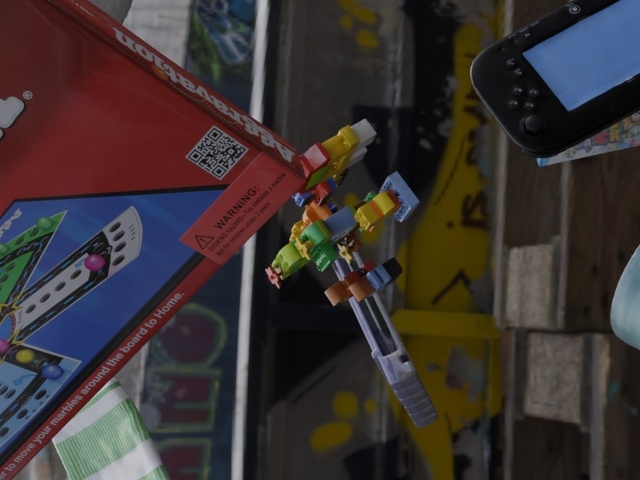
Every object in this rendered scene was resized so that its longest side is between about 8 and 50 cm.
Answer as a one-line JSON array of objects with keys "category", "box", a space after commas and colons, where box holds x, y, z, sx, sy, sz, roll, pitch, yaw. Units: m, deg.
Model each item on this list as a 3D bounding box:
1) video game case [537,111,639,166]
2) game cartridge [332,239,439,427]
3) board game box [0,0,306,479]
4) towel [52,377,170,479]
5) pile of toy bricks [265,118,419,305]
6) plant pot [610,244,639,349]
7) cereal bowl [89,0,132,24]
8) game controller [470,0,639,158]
[{"category": "video game case", "box": [0.384, -0.164, 1.376, 0.119, 0.166, 0.015, 80, 178, -49]}, {"category": "game cartridge", "box": [0.096, 0.141, 1.752, 0.230, 0.068, 0.355, 68, 177, -56]}, {"category": "board game box", "box": [-0.152, 0.031, 0.378, 0.281, 0.145, 0.027, -45, 32, 20]}, {"category": "towel", "box": [-0.349, 0.422, 1.722, 0.248, 0.038, 0.325, -37, 73, 38]}, {"category": "pile of toy bricks", "box": [0.000, 0.000, 0.837, 0.118, 0.105, 0.212, 55, 159, 11]}, {"category": "plant pot", "box": [0.537, 0.072, 1.232, 0.196, 0.293, 0.293, 47, 129, 39]}, {"category": "cereal bowl", "box": [-0.338, -0.365, 1.124, 0.141, 0.339, 0.339, -25, 60, 37]}, {"category": "game controller", "box": [0.344, -0.225, 1.201, 0.166, 0.319, 0.067, 60, 175, 16]}]
